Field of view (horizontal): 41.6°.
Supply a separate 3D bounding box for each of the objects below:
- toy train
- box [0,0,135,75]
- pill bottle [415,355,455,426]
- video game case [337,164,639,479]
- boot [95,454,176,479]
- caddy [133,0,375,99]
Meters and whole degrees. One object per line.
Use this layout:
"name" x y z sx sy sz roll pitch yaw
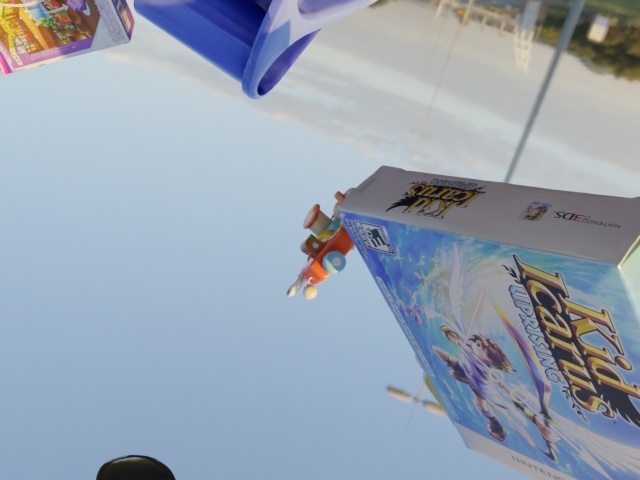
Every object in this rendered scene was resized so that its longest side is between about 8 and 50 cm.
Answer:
"toy train" 0.000 0.000 0.782 0.046 0.125 0.166 42 163 -5
"box" -0.343 -0.320 0.871 0.200 0.293 0.057 -13 -140 6
"pill bottle" 0.165 0.174 1.033 0.065 0.065 0.116 6 -147 -36
"video game case" 0.156 0.080 0.586 0.061 0.270 0.244 -43 -150 -23
"boot" -0.199 0.400 0.943 0.091 0.229 0.263 -4 -149 -26
"caddy" -0.010 -0.275 0.748 0.179 0.241 0.341 32 -132 -1
